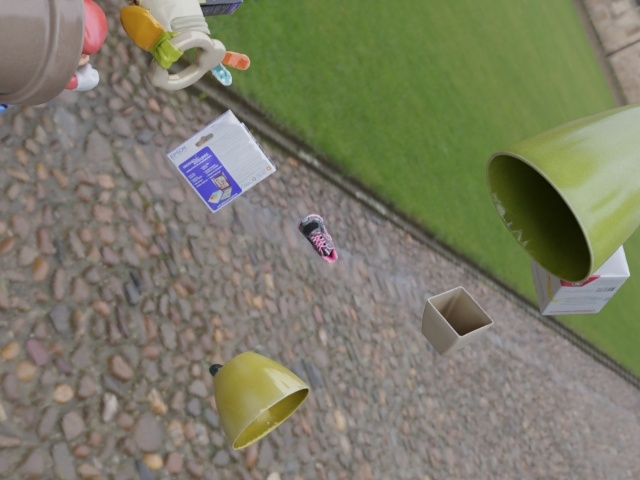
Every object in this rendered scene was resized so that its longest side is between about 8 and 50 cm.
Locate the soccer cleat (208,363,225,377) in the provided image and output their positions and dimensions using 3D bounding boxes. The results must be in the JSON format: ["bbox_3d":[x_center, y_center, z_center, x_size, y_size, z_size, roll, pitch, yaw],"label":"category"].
[{"bbox_3d":[-0.120,0.262,1.617,0.179,0.072,0.060,29,13,-13],"label":"soccer cleat"}]

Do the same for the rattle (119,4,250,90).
[{"bbox_3d":[-0.241,-0.345,1.555,0.142,0.130,0.199,36,38,27],"label":"rattle"}]

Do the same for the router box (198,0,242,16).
[{"bbox_3d":[-0.359,-0.728,2.240,0.242,0.081,0.309,-13,85,-29],"label":"router box"}]

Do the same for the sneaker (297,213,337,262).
[{"bbox_3d":[0.000,0.000,1.543,0.119,0.047,0.057,52,7,-51],"label":"sneaker"}]

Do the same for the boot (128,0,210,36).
[{"bbox_3d":[-0.363,-0.471,1.739,0.095,0.261,0.204,171,-95,-72],"label":"boot"}]

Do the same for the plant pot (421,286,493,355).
[{"bbox_3d":[0.274,0.178,1.835,0.109,0.096,0.109,-16,54,-38],"label":"plant pot"}]

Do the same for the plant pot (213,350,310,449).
[{"bbox_3d":[-0.095,0.212,1.220,0.095,0.134,0.134,50,18,18],"label":"plant pot"}]

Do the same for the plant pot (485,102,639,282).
[{"bbox_3d":[0.498,-0.117,1.568,0.275,0.293,0.275,53,-12,16],"label":"plant pot"}]

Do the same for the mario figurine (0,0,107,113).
[{"bbox_3d":[-0.551,-0.351,1.665,0.170,0.320,0.198,50,-10,21],"label":"mario figurine"}]

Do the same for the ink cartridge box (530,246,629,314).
[{"bbox_3d":[0.514,0.057,1.752,0.176,0.128,0.127,101,-14,-59],"label":"ink cartridge box"}]

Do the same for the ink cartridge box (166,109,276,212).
[{"bbox_3d":[-0.257,-0.208,2.267,0.208,0.206,0.045,53,7,-27],"label":"ink cartridge box"}]

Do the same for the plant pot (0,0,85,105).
[{"bbox_3d":[-0.512,-0.322,1.259,0.229,0.263,0.263,-18,84,-54],"label":"plant pot"}]
